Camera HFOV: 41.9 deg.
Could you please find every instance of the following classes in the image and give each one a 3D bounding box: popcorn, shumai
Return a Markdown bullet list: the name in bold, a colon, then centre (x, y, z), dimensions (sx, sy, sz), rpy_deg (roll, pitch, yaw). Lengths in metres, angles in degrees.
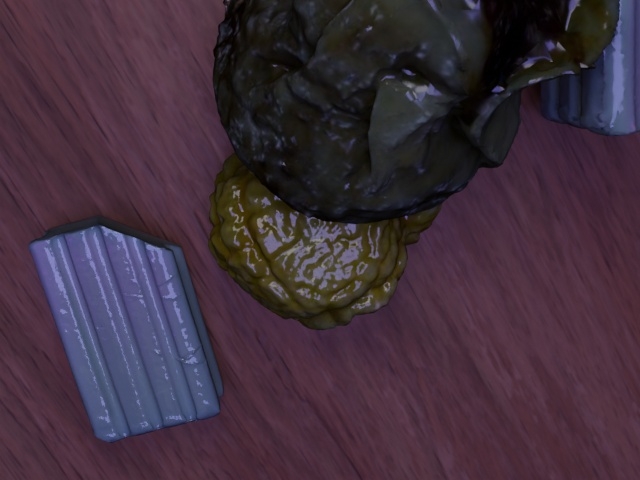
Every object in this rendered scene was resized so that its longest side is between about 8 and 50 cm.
- **popcorn**: centre (0.000, 0.000, 1.044), dimensions (0.286, 0.174, 0.225), rpy_deg (7, 91, -8)
- **shumai**: centre (0.082, -0.225, 0.851), dimensions (0.396, 0.348, 0.394), rpy_deg (3, 75, -13)

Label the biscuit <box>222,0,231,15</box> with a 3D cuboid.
- **biscuit**: centre (-0.064, -0.223, 1.049), dimensions (0.118, 0.061, 0.183), rpy_deg (2, 106, -5)

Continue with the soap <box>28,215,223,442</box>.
- **soap**: centre (-0.248, 0.108, 1.102), dimensions (0.173, 0.095, 0.289), rpy_deg (-15, 104, 1)

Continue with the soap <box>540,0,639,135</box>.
- **soap**: centre (0.329, -0.353, 0.934), dimensions (0.156, 0.261, 0.445), rpy_deg (-6, 103, -1)
